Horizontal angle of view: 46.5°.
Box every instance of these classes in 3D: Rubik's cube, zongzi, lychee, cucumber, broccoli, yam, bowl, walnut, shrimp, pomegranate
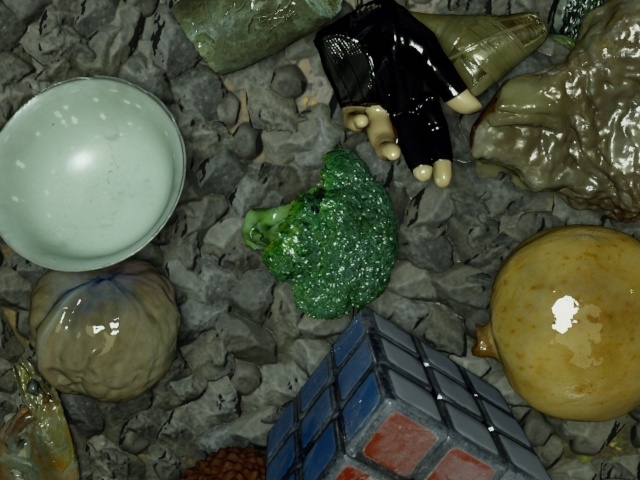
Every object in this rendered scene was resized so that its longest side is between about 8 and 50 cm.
[{"bbox_3d":[0.114,0.335,1.121,0.303,0.301,0.305,34,104,-13],"label":"Rubik's cube"},{"bbox_3d":[0.236,-0.326,1.127,0.160,0.078,0.176,-37,86,5],"label":"zongzi"},{"bbox_3d":[-0.148,0.491,1.216,0.275,0.276,0.305,6,89,5],"label":"lychee"},{"bbox_3d":[0.391,-0.401,1.093,0.077,0.077,0.266,10,97,4],"label":"cucumber"},{"bbox_3d":[0.000,0.000,1.156,0.269,0.269,0.254,38,59,-2],"label":"broccoli"},{"bbox_3d":[-0.092,-0.348,1.107,0.254,0.154,0.154,-26,97,16],"label":"yam"},{"bbox_3d":[-0.346,-0.085,1.176,0.313,0.146,0.314,-2,73,6],"label":"bowl"},{"bbox_3d":[-0.346,0.139,1.197,0.248,0.248,0.249,1,101,6],"label":"walnut"},{"bbox_3d":[-0.521,0.356,1.331,0.168,0.077,0.318,-3,103,9],"label":"shrimp"},{"bbox_3d":[0.389,0.118,1.096,0.307,0.307,0.308,1,101,6],"label":"pomegranate"}]

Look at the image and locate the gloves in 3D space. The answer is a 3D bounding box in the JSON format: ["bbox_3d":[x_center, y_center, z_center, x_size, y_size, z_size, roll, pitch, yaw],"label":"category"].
[{"bbox_3d":[0.121,-0.217,1.110,0.197,0.152,0.301,-25,72,22],"label":"gloves"}]

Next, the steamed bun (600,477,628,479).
[{"bbox_3d":[0.529,0.505,1.209,0.211,0.144,0.218,-10,99,8],"label":"steamed bun"}]

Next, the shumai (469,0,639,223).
[{"bbox_3d":[0.371,-0.182,1.075,0.283,0.217,0.346,0,125,22],"label":"shumai"}]
